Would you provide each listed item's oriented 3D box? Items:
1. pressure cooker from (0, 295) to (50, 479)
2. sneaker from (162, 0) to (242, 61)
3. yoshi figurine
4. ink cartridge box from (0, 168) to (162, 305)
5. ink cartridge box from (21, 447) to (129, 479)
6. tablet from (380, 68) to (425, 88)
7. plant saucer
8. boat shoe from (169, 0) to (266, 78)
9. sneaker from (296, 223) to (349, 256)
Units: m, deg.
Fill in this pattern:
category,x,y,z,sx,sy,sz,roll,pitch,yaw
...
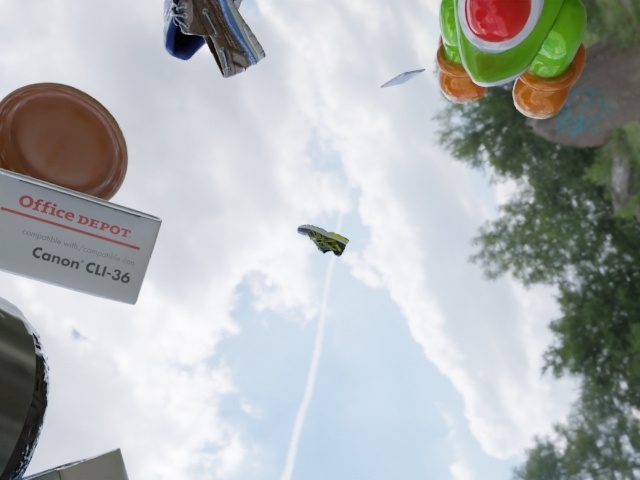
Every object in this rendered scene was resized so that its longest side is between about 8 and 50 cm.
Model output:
category,x,y,z,sx,sy,sz,roll,pitch,yaw
pressure cooker,-0.549,0.141,0.736,0.420,0.376,0.369,47,-125,-48
sneaker,-0.137,-0.378,1.054,0.112,0.296,0.131,23,-130,-29
yoshi figurine,0.178,-0.288,0.642,0.203,0.204,0.362,61,178,29
ink cartridge box,-0.186,0.000,0.530,0.115,0.198,0.067,17,-96,-14
ink cartridge box,-0.356,0.445,0.944,0.197,0.198,0.270,44,-153,-79
tablet,0.141,-0.277,1.213,0.083,0.054,0.006,-27,-88,-53
plant saucer,-0.375,-0.135,1.030,0.200,0.200,0.037,53,-160,-23
boat shoe,-0.135,-0.263,0.815,0.183,0.066,0.066,52,177,-34
sneaker,0.000,0.000,1.060,0.035,0.083,0.031,-71,-21,-5
